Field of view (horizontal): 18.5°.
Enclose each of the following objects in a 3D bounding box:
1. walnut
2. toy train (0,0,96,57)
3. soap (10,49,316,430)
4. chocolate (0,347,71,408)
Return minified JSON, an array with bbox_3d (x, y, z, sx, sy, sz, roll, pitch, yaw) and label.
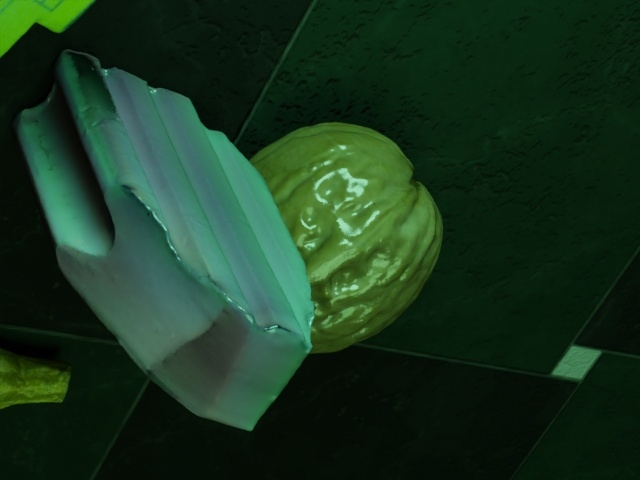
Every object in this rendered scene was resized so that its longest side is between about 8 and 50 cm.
[{"bbox_3d":[0.000,0.000,1.758,0.213,0.213,0.213,-13,134,-13],"label":"walnut"},{"bbox_3d":[-0.225,-0.294,1.402,0.442,0.179,0.272,-43,139,15],"label":"toy train"},{"bbox_3d":[-0.120,-0.001,1.600,0.193,0.324,0.109,20,118,-37],"label":"soap"},{"bbox_3d":[-0.332,0.125,1.797,0.219,0.086,0.086,5,128,-29],"label":"chocolate"}]
